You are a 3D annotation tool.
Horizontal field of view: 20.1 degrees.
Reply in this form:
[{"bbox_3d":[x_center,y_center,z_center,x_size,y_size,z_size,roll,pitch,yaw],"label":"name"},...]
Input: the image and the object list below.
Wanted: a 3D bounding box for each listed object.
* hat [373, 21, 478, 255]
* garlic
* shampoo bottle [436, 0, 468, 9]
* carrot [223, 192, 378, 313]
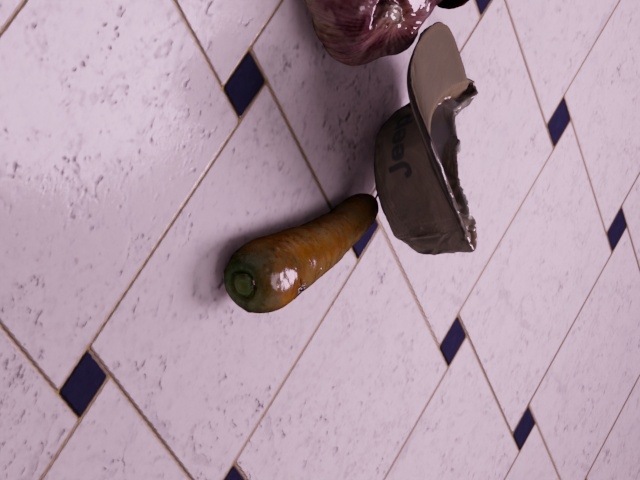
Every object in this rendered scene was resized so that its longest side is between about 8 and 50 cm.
[{"bbox_3d":[0.095,-0.109,1.920,0.245,0.149,0.214,45,41,-49],"label":"hat"},{"bbox_3d":[0.054,-0.247,1.813,0.147,0.102,0.159,-12,128,-35],"label":"garlic"},{"bbox_3d":[0.176,-0.348,1.989,0.323,0.084,0.129,-43,136,-39],"label":"shampoo bottle"},{"bbox_3d":[0.000,0.000,1.914,0.298,0.078,0.078,-34,133,-52],"label":"carrot"}]
